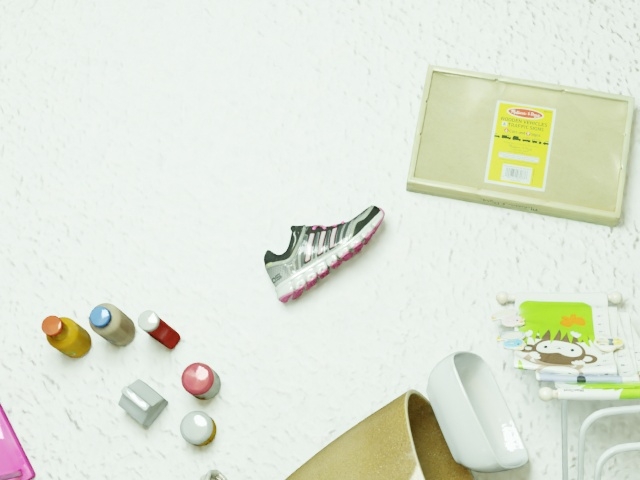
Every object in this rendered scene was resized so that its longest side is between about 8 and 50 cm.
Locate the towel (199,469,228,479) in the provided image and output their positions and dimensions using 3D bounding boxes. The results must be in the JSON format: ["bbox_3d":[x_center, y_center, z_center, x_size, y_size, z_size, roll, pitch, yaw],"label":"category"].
[{"bbox_3d":[-0.146,0.394,1.026,0.187,0.049,0.282,-47,32,18],"label":"towel"}]

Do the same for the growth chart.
[{"bbox_3d":[0.286,0.115,1.121,0.172,0.237,0.021,-4,116,1],"label":"growth chart"}]

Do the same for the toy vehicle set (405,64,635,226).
[{"bbox_3d":[0.252,-0.122,1.266,0.267,0.035,0.166,11,74,7],"label":"toy vehicle set"}]

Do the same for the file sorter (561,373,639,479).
[{"bbox_3d":[0.359,0.269,0.995,0.193,0.278,0.173,-5,112,2],"label":"file sorter"}]

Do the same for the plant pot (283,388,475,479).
[{"bbox_3d":[0.035,0.317,1.072,0.254,0.237,0.237,-26,73,14],"label":"plant pot"}]

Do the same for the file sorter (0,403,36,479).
[{"bbox_3d":[-0.517,0.252,1.122,0.290,0.182,0.202,-29,81,-5],"label":"file sorter"}]

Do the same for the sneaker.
[{"bbox_3d":[0.000,0.000,1.233,0.170,0.063,0.075,-37,81,-2],"label":"sneaker"}]

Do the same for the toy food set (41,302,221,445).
[{"bbox_3d":[-0.212,0.145,1.183,0.232,0.104,0.111,37,79,13],"label":"toy food set"}]

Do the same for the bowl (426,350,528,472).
[{"bbox_3d":[0.173,0.199,1.132,0.053,0.142,0.142,-29,71,21],"label":"bowl"}]
